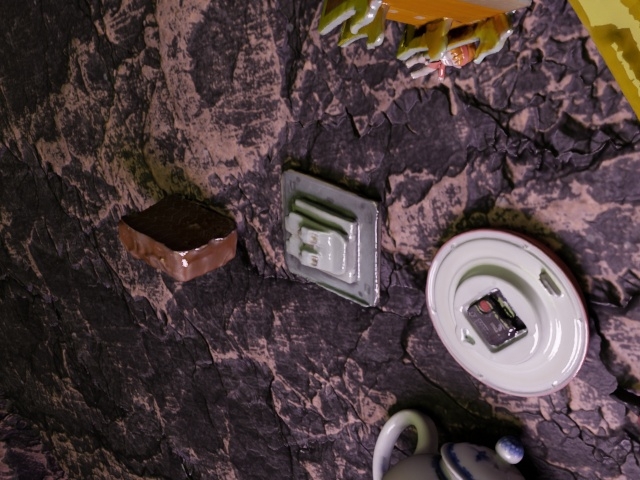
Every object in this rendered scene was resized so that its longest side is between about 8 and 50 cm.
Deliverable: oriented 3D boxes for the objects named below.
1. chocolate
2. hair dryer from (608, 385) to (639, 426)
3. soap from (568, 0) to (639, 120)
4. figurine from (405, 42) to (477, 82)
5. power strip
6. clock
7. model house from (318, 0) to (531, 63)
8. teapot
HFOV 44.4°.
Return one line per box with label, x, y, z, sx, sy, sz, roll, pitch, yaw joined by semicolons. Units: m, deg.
chocolate;-0.259;-0.001;1.452;0.214;0.148;0.093;27;134;36
hair dryer;0.472;0.311;0.923;0.340;0.123;0.313;42;147;37
soap;0.363;-0.135;0.698;0.091;0.199;0.315;-30;90;54
figurine;0.149;-0.231;0.979;0.109;0.047;0.064;-8;112;57
power strip;0.000;0.000;1.244;0.213;0.064;0.198;21;126;37
clock;0.245;0.097;1.050;0.244;0.056;0.244;24;128;36
model house;0.080;-0.347;0.775;0.313;0.242;0.358;125;145;-51
teapot;0.206;0.398;1.134;0.280;0.252;0.424;-59;36;9
